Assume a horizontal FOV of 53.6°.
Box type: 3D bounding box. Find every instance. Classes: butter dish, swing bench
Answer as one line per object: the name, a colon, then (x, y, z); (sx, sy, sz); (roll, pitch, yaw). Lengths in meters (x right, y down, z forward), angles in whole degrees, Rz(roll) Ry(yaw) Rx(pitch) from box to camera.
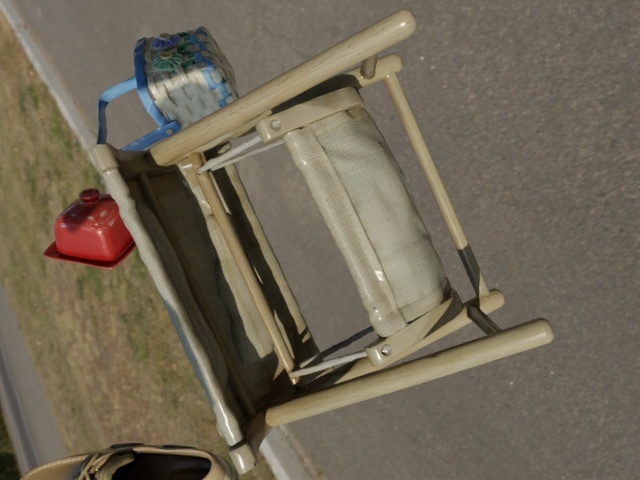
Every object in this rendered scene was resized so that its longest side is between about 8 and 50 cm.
butter dish: (-0.403, -0.039, 1.138); (0.160, 0.160, 0.118); (9, 126, 16)
swing bench: (0.000, 0.000, 0.511); (0.165, 0.255, 0.253); (-45, -69, -85)

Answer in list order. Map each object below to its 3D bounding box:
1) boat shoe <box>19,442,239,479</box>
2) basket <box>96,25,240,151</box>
boat shoe: (-0.295, 0.344, 0.915); (0.110, 0.341, 0.121); (75, -171, -50)
basket: (-0.311, -0.279, 1.241); (0.201, 0.289, 0.254); (53, -169, -45)
